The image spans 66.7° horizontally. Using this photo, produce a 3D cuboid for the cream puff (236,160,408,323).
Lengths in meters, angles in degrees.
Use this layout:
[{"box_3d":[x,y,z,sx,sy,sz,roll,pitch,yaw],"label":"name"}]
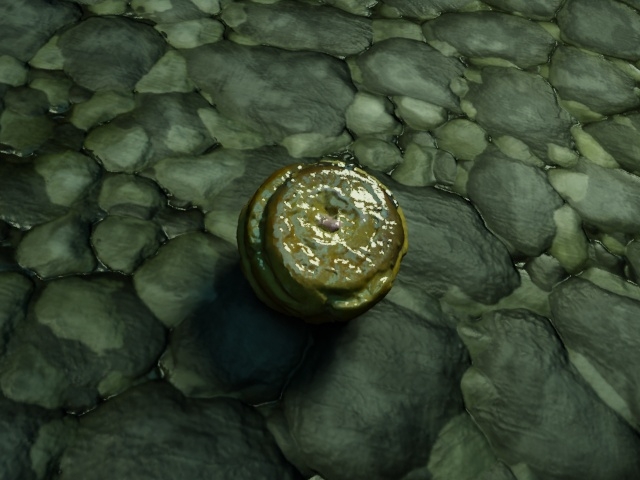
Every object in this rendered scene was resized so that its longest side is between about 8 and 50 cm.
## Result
[{"box_3d":[0.000,0.000,0.527,0.189,0.129,0.189,7,67,-16],"label":"cream puff"}]
